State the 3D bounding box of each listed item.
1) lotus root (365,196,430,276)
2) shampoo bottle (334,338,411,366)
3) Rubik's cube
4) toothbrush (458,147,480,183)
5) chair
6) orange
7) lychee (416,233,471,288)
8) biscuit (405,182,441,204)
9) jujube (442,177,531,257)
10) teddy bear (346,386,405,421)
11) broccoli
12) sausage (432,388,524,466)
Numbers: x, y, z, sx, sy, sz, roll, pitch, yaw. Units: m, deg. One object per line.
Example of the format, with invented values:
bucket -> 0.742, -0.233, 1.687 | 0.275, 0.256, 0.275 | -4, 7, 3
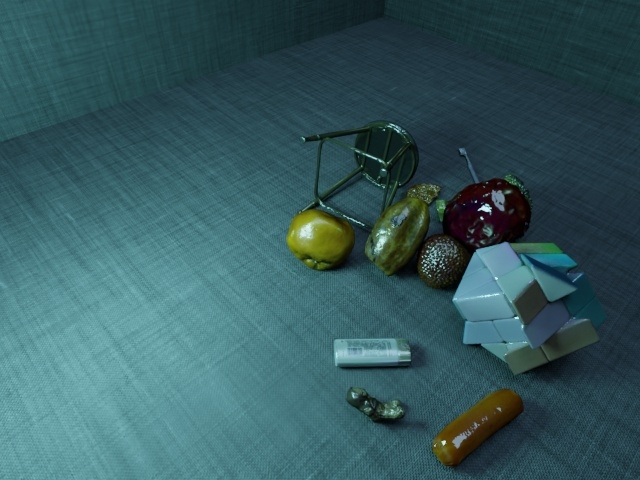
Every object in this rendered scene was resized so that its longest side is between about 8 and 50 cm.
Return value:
lotus root -> 0.271, -0.028, 1.554 | 0.193, 0.193, 0.291 | 37, 93, 30
shampoo bottle -> 0.157, 0.339, 1.337 | 0.227, 0.056, 0.086 | -1, 43, -4
Rubik's cube -> 0.618, 0.175, 1.340 | 0.368, 0.358, 0.387 | -16, 25, 46
toothbrush -> 0.702, -0.333, 2.065 | 0.029, 0.024, 0.354 | -3, 45, 2
chair -> 0.174, -0.265, 1.755 | 0.361, 0.365, 0.410 | 27, 45, 23
orange -> 0.000, 0.000, 1.563 | 0.248, 0.249, 0.183 | 4, 60, 1
lychee -> 0.421, 0.070, 1.535 | 0.194, 0.195, 0.195 | 1, 45, -1
biscuit -> 0.439, -0.200, 1.916 | 0.126, 0.025, 0.206 | 28, 50, 24
jujube -> 0.571, -0.076, 1.539 | 0.258, 0.377, 0.259 | 3, 71, -10
teddy bear -> 0.143, 0.456, 1.207 | 0.160, 0.078, 0.119 | 20, 3, -1
broccoli -> 0.657, -0.151, 1.780 | 0.361, 0.221, 0.252 | 16, 82, 14
sausage -> 0.424, 0.491, 1.178 | 0.300, 0.083, 0.089 | -25, 63, -24
